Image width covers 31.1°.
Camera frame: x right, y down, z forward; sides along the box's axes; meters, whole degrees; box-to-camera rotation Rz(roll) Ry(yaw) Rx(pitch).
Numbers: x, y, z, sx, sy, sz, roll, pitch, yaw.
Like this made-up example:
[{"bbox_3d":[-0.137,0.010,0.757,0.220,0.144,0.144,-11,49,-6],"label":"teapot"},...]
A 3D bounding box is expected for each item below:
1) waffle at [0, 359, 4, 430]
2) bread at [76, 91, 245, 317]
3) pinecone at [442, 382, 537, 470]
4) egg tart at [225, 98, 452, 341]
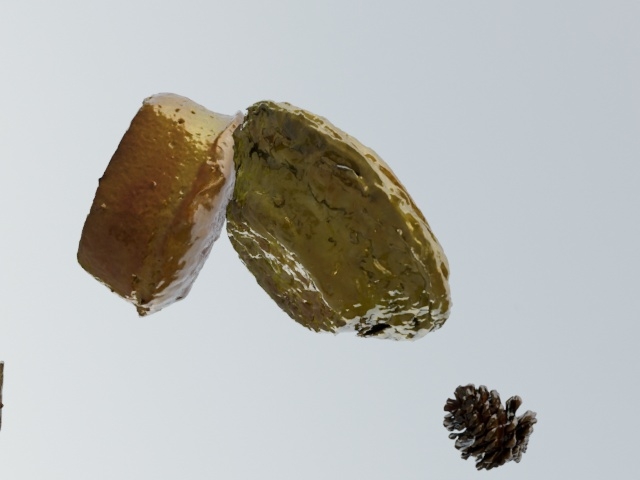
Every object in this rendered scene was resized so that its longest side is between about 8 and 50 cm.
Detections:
[{"bbox_3d":[-0.355,0.131,1.043,0.021,0.135,0.092,-143,-123,-77],"label":"waffle"},{"bbox_3d":[-0.207,-0.053,1.552,0.172,0.312,0.312,27,-49,-2],"label":"bread"},{"bbox_3d":[0.191,0.211,1.306,0.102,0.109,0.102,-33,-142,30],"label":"pinecone"},{"bbox_3d":[0.000,0.000,1.133,0.294,0.123,0.294,42,-18,17],"label":"egg tart"}]
